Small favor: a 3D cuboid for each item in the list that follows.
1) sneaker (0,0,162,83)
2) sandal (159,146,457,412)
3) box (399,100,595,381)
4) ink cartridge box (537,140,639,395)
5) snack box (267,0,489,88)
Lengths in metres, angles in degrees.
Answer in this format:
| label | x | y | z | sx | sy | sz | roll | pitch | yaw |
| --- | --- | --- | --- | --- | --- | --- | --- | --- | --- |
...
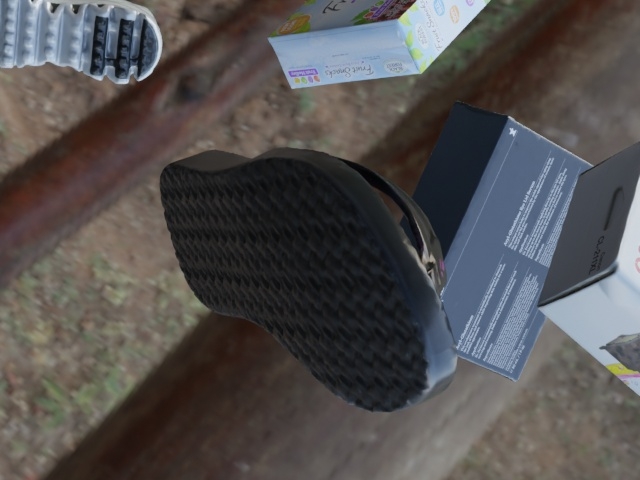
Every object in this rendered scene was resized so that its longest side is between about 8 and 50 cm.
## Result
| label | x | y | z | sx | sy | sz | roll | pitch | yaw |
| --- | --- | --- | --- | --- | --- | --- | --- | --- | --- |
| sneaker | -0.327 | -0.260 | 1.908 | 0.292 | 0.118 | 0.110 | 14 | 115 | -6 |
| sandal | -0.001 | -0.002 | 1.180 | 0.107 | 0.446 | 0.167 | -18 | 107 | -20 |
| box | 0.186 | 0.002 | 1.835 | 0.184 | 0.103 | 0.261 | 25 | 90 | -40 |
| ink cartridge box | 0.236 | 0.037 | 1.066 | 0.175 | 0.072 | 0.127 | 40 | 49 | -18 |
| snack box | 0.074 | -0.242 | 1.684 | 0.207 | 0.175 | 0.070 | -46 | 122 | -38 |
